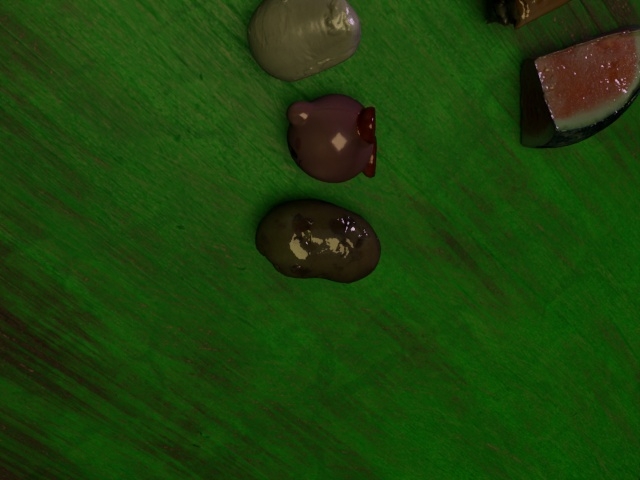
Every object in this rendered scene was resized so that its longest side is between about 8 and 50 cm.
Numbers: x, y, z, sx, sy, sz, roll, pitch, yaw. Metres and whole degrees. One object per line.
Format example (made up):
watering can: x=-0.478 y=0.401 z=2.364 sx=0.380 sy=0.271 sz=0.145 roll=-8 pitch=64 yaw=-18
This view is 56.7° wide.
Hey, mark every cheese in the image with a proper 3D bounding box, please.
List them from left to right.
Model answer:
cheese: x=-0.033 y=-0.359 z=1.022 sx=0.189 sy=0.198 sz=0.154 roll=-28 pitch=106 yaw=7

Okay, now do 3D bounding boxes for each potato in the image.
potato: x=0.000 y=0.000 z=1.199 sx=0.263 sy=0.165 sz=0.164 roll=8 pitch=111 yaw=-20

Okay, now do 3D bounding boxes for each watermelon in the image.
watermelon: x=0.521 y=-0.314 z=1.171 sx=0.226 sy=0.148 sz=0.318 roll=38 pitch=101 yaw=-13

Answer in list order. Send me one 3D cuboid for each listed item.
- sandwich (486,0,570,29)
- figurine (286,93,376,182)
sandwich: x=0.352 y=-0.515 z=1.044 sx=0.198 sy=0.155 sz=0.227 roll=-26 pitch=114 yaw=1
figurine: x=0.020 y=-0.191 z=1.114 sx=0.173 sy=0.173 sz=0.173 roll=-4 pitch=113 yaw=-9
